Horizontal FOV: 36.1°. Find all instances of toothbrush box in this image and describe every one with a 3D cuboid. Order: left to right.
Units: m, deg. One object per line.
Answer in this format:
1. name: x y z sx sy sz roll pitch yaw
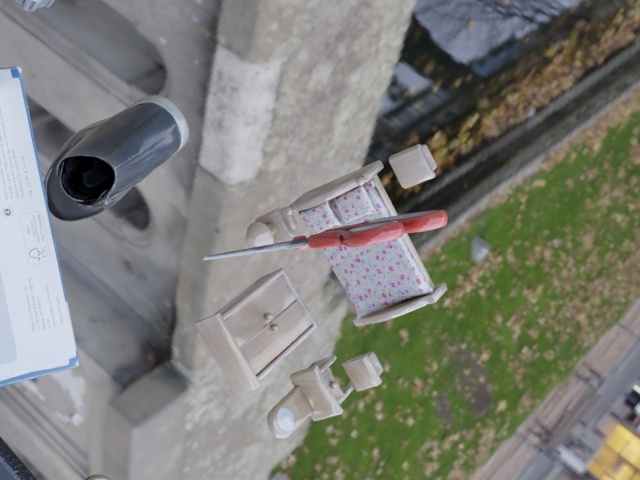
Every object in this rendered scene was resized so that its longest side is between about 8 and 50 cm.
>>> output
1. toothbrush box: -0.316 0.011 0.751 0.126 0.216 0.296 -11 180 -36

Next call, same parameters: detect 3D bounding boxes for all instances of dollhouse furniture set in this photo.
1. dollhouse furniture set: 0.033 0.089 1.283 0.356 0.303 0.174 -23 -170 38

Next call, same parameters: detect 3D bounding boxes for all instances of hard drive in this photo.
1. hard drive: -0.393 0.277 1.129 0.135 0.094 0.022 -30 -167 30

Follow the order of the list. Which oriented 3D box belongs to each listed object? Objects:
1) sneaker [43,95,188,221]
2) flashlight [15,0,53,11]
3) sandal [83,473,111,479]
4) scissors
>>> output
1. sneaker: -0.237 -0.063 0.968 0.222 0.083 0.118 -30 -169 41
2. flashlight: -0.465 -0.517 1.701 0.103 0.103 0.304 -24 175 -37
3. sandal: -0.271 0.377 1.193 0.072 0.049 0.180 24 67 -49
4. scissors: 0.000 0.000 1.034 0.109 0.021 0.297 -19 -174 -42
